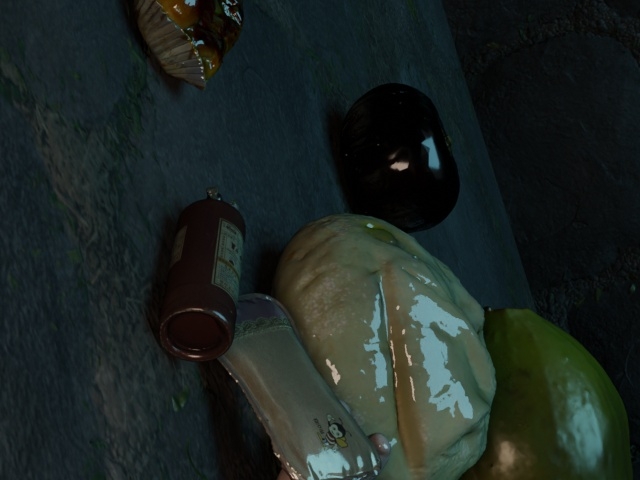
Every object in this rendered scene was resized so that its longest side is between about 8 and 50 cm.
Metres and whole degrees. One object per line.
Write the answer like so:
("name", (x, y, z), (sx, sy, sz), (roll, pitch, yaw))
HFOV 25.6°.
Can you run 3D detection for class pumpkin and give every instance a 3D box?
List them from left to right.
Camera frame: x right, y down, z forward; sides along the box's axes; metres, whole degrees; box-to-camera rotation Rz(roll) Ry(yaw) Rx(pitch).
("pumpkin", (0.123, -0.127, 2.164), (0.233, 0.163, 0.233), (-17, 90, -77))

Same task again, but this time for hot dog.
("hot dog", (-0.140, -0.274, 1.568), (0.270, 0.082, 0.162), (-83, 153, -58))

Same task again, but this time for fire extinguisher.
("fire extinguisher", (-0.110, 0.028, 1.382), (0.231, 0.071, 0.099), (-87, 173, -53))

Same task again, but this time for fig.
("fig", (0.263, 0.261, 1.913), (0.343, 0.343, 0.343), (-17, 90, -74))

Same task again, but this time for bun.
("bun", (0.089, 0.135, 1.664), (0.365, 0.219, 0.365), (-21, 90, -75))

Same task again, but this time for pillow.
("pillow", (-0.034, 0.146, 1.388), (0.131, 0.038, 0.232), (-7, 55, -50))

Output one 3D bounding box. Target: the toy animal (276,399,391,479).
("toy animal", (0.003, 0.260, 1.410), (0.212, 0.124, 0.124), (-71, 141, -57))
